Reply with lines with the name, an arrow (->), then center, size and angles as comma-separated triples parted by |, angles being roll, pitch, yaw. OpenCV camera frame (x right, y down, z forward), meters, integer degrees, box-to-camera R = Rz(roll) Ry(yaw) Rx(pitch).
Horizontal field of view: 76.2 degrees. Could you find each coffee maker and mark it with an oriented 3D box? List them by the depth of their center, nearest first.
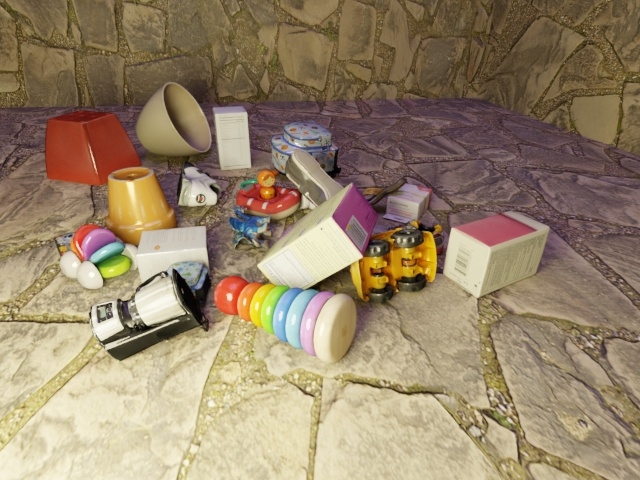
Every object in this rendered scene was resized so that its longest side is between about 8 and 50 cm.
coffee maker -> -0.341, 0.166, 0.828 | 0.178, 0.171, 0.120 | -23, 27, -7

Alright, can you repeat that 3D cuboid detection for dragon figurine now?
dragon figurine -> -0.222, -0.026, 1.206 | 0.143, 0.085, 0.289 | -1, 25, 0

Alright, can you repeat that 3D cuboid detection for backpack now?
backpack -> -0.333, 0.101, 0.984 | 0.114, 0.084, 0.105 | -3, 27, -1
backpack -> -0.078, -0.382, 1.732 | 0.263, 0.213, 0.276 | -19, 36, -20

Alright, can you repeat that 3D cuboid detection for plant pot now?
plant pot -> -0.559, -0.116, 1.252 | 0.205, 0.188, 0.205 | 1, 30, -1
plant pot -> -0.952, -0.395, 1.685 | 0.267, 0.236, 0.267 | 9, 31, 13

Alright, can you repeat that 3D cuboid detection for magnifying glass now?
magnifying glass -> -0.238, -0.241, 1.651 | 0.092, 0.026, 0.231 | 15, 31, 23

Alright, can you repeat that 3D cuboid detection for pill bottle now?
pill bottle -> -0.001, -0.157, 1.448 | 0.151, 0.086, 0.086 | -13, 32, -24

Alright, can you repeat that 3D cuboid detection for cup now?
cup -> -0.702, -0.521, 1.890 | 0.236, 0.331, 0.331 | -20, 25, 18

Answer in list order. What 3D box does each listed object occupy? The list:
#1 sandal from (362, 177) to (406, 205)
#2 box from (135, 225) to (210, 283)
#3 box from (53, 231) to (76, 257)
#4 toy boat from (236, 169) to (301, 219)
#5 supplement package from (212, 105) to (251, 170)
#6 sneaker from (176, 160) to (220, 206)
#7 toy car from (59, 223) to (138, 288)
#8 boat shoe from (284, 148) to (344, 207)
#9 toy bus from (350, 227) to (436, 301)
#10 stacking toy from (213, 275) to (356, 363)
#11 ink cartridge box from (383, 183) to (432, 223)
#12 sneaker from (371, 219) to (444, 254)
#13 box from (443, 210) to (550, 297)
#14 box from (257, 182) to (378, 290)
sandal -> 0.193, -0.167, 1.423 | 0.219, 0.060, 0.090 | -30, 8, 10
box -> -0.387, 0.035, 1.089 | 0.170, 0.091, 0.130 | -6, 31, -13
box -> -0.703, 0.016, 1.177 | 0.093, 0.027, 0.137 | -18, 34, -33
toy boat -> -0.177, -0.168, 1.386 | 0.230, 0.151, 0.151 | 15, 38, 23
supplement package -> -0.388, -0.450, 1.791 | 0.138, 0.244, 0.134 | -8, 31, -16
sneaker -> -0.445, -0.195, 1.494 | 0.146, 0.123, 0.330 | 9, 24, -24
toy car -> -0.569, 0.027, 1.051 | 0.181, 0.136, 0.159 | 20, 34, 29
boat shoe -> 0.005, -0.155, 1.359 | 0.335, 0.095, 0.112 | 51, 46, 8
toy bus -> 0.154, 0.043, 1.061 | 0.220, 0.150, 0.211 | -15, 20, -21
stacking toy -> -0.095, 0.152, 0.881 | 0.330, 0.141, 0.141 | 10, 30, 29
ink cartridge box -> 0.306, -0.132, 1.432 | 0.115, 0.067, 0.198 | 16, 33, 25
sneaker -> 0.257, -0.026, 1.220 | 0.225, 0.093, 0.088 | 9, 30, 14
box -> 0.458, 0.029, 1.073 | 0.232, 0.149, 0.127 | -14, 32, -27
box -> 0.000, 0.000, 1.013 | 0.242, 0.117, 0.214 | -32, 15, 30
